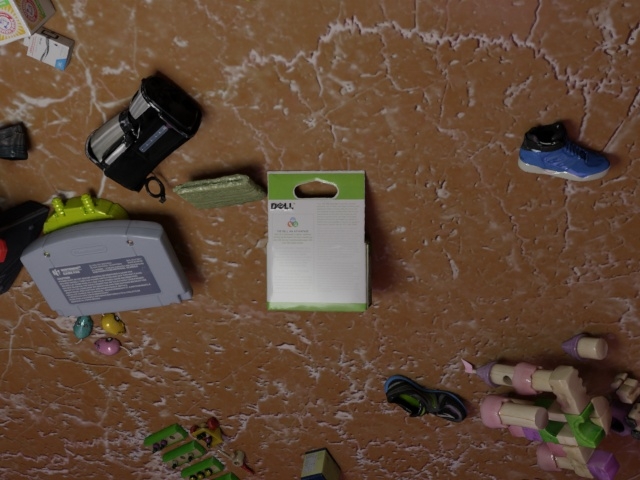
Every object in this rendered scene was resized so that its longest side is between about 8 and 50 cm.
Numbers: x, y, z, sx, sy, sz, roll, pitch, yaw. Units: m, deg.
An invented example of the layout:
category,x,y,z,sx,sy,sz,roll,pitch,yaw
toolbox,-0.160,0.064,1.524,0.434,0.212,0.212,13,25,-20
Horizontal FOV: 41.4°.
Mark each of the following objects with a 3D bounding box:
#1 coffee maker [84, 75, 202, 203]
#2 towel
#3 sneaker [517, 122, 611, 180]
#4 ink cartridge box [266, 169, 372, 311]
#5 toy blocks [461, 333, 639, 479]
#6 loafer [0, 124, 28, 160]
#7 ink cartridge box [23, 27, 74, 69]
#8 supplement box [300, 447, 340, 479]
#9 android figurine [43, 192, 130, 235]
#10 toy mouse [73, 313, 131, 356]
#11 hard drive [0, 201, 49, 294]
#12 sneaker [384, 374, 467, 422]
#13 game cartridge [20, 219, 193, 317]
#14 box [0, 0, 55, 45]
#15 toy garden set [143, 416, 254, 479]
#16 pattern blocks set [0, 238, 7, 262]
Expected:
category,x,y,z,sx,sy,sz,roll,pitch,yaw
coffee maker,-0.290,-0.178,1.476,0.178,0.120,0.171,-34,139,30
towel,-0.182,-0.089,1.534,0.148,0.027,0.110,-7,164,16
sneaker,0.410,-0.151,1.404,0.152,0.058,0.085,9,136,10
ink cartridge box,0.000,0.000,1.571,0.188,0.097,0.255,0,92,9
toy blocks,0.447,0.348,1.705,0.260,0.309,0.289,-4,120,53
loafer,-0.611,-0.179,1.557,0.170,0.062,0.061,1,88,16
ink cartridge box,-0.464,-0.328,1.430,0.083,0.028,0.048,22,126,-7
supplement box,0.001,0.544,1.970,0.056,0.083,0.083,-18,122,21
android figurine,-0.442,0.021,1.672,0.248,0.056,0.273,-4,127,12
toy mouse,-0.485,0.210,1.832,0.143,0.031,0.161,-21,121,22
hard drive,-0.640,0.036,1.649,0.054,0.172,0.255,43,124,6
sneaker,0.220,0.350,1.795,0.188,0.078,0.067,21,127,-8
game cartridge,-0.411,0.053,1.624,0.294,0.060,0.196,-8,132,13
box,-0.526,-0.417,1.328,0.114,0.103,0.203,-10,124,17
toy garden set,-0.274,0.529,2.024,0.203,0.049,0.244,-29,117,26
pattern blocks set,-0.679,-0.018,1.564,0.026,0.286,0.324,7,149,-46
